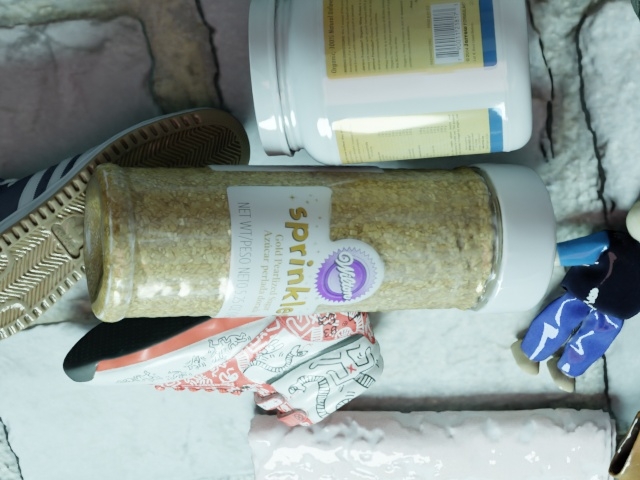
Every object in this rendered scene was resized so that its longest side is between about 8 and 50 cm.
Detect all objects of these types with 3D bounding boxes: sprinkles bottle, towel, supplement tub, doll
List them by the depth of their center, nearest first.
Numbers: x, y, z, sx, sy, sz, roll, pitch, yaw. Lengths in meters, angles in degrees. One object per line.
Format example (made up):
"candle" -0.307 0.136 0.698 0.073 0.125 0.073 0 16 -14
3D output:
"supplement tub" 0.054 -0.131 1.142 0.199 0.144 0.144 -4 121 5
"sprinkles bottle" 0.000 0.000 1.183 0.355 0.121 0.121 -1 123 -18
"doll" 0.235 0.042 1.297 0.129 0.046 0.189 25 120 -13
"towel" 0.107 0.293 1.456 0.331 0.053 0.317 -2 121 3

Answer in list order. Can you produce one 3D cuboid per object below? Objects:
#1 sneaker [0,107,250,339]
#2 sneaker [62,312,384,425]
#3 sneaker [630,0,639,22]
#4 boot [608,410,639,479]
"sneaker" -0.201 -0.033 1.257 0.282 0.153 0.099 -34 116 -12
"sneaker" -0.080 0.112 1.331 0.270 0.090 0.145 -21 116 12
"sneaker" 0.342 -0.192 1.101 0.227 0.130 0.087 -22 120 13
"boot" 0.430 0.150 1.334 0.280 0.096 0.264 28 108 0
